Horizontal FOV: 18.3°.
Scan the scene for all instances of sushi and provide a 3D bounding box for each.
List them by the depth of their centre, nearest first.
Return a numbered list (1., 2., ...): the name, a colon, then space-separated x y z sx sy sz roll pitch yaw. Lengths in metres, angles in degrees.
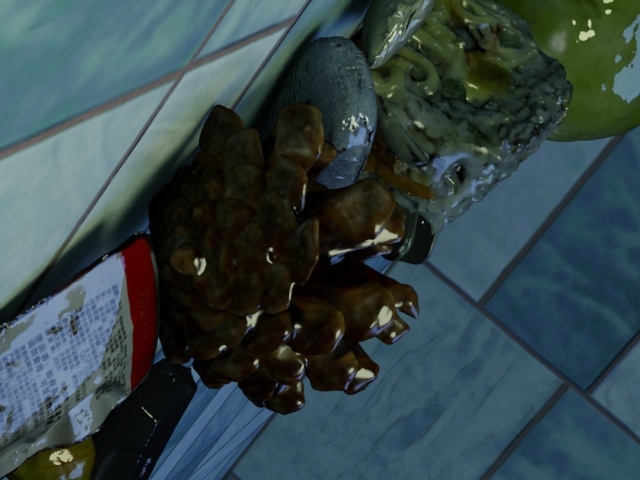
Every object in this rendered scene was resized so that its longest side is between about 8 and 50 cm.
1. sushi: 0.106 -0.119 1.767 0.274 0.184 0.139 -43 170 -40

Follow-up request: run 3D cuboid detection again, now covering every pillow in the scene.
1. pillow: 0.101 -0.241 1.584 0.229 0.050 0.148 -52 -174 20

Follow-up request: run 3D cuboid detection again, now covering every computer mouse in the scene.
1. computer mouse: -0.205 0.212 2.066 0.217 0.073 0.122 -60 173 23

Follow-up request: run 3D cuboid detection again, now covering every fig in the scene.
1. fig: -0.238 0.185 1.689 0.084 0.082 0.098 -13 176 31

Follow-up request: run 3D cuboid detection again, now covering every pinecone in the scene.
1. pinecone: -0.030 0.016 1.460 0.229 0.201 0.202 -20 -134 46

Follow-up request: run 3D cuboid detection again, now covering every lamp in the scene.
1. lamp: 0.093 -0.079 2.440 0.283 0.125 0.203 21 89 -81

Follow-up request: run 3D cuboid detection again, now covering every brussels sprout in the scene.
1. brussels sprout: 0.281 -0.243 2.149 0.316 0.243 0.273 125 -18 -77

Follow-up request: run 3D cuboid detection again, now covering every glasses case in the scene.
1. glasses case: -0.019 -0.056 1.621 0.067 0.109 0.282 2 148 -23

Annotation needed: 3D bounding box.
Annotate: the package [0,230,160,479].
1. package: -0.199 0.106 1.363 0.239 0.030 0.154 -34 146 -32

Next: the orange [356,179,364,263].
1. orange: 0.000 0.000 2.089 0.160 0.112 0.169 94 3 -71
